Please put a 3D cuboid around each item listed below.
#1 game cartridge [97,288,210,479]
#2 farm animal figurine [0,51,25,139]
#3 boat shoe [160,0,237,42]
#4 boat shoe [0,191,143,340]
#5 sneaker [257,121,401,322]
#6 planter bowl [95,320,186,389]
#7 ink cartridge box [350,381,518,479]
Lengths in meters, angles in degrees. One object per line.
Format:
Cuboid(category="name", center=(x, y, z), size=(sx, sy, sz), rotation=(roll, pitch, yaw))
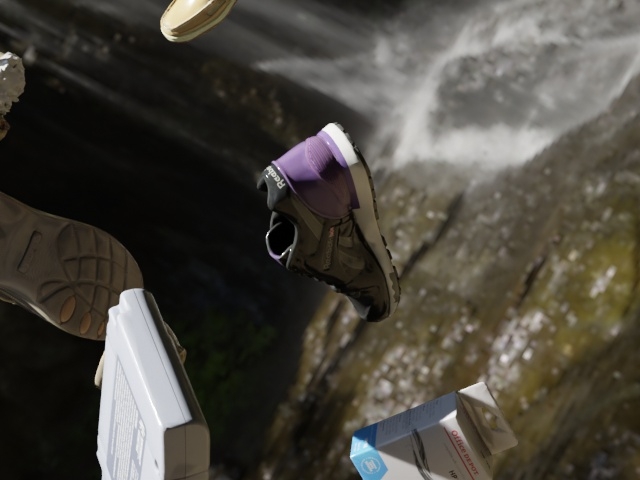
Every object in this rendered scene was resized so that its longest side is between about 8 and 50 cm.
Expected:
Cuboid(category="game cartridge", center=(-0.171, 0.215, 1.464), size=(0.062, 0.198, 0.297), rotation=(-14, -37, -24))
Cuboid(category="farm animal figurine", center=(-0.514, -0.066, 1.842), size=(0.330, 0.172, 0.326), rotation=(-18, 42, 40))
Cuboid(category="boat shoe", center=(-0.133, -0.332, 1.835), size=(0.190, 0.068, 0.072), rotation=(-44, -27, -6))
Cuboid(category="boat shoe", center=(-0.354, 0.014, 1.745), size=(0.355, 0.130, 0.132), rotation=(38, -104, -48))
Cuboid(category="sneaker", center=(0.000, 0.000, 1.612), size=(0.124, 0.107, 0.283), rotation=(-29, -45, -11))
Cuboid(category="planter bowl", center=(-0.300, 0.207, 2.499), size=(0.162, 0.109, 0.162), rotation=(-61, -9, -16))
Cuboid(category="ink cartridge box", center=(0.139, 0.255, 1.759), size=(0.180, 0.104, 0.060), rotation=(-24, 19, 17))
